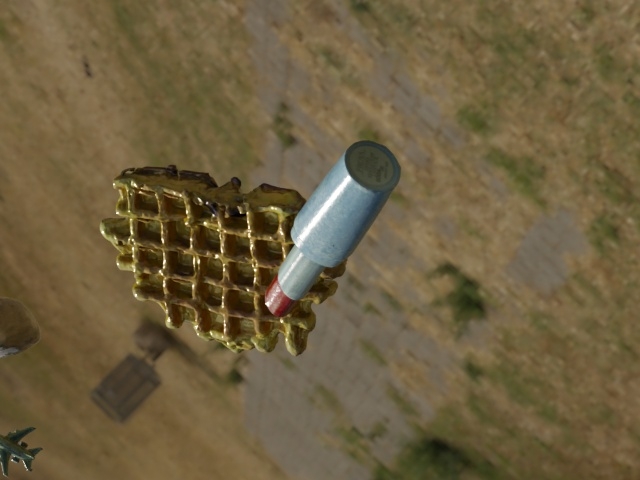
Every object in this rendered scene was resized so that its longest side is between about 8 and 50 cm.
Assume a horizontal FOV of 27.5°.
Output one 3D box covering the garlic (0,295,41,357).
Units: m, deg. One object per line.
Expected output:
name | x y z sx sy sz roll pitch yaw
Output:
garlic | -0.554 0.150 2.206 0.318 0.143 0.112 -27 79 68

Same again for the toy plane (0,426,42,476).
toy plane | -0.449 0.302 1.906 0.083 0.080 0.033 29 162 -6

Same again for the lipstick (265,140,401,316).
lipstick | 0.000 0.000 1.322 0.068 0.061 0.274 37 142 1

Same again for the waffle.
waffle | -0.114 0.013 1.573 0.309 0.065 0.283 45 125 -9
